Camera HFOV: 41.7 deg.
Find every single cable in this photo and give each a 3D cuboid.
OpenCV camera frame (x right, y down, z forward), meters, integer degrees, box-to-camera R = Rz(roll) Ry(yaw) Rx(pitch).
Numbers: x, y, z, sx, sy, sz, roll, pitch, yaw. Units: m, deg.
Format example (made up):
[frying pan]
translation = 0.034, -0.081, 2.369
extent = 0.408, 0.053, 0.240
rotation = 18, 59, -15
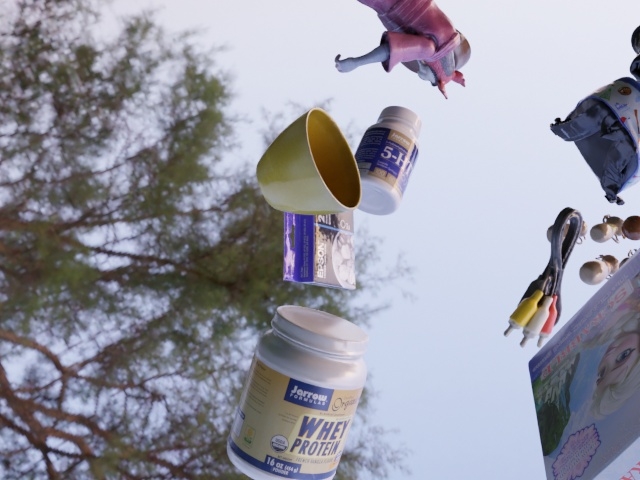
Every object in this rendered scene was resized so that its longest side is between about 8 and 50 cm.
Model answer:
[cable]
translation = 0.466, 0.081, 1.655
extent = 0.287, 0.139, 0.072
rotation = -63, -146, 12

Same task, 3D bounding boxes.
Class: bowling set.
[bowling set]
translation = 0.656, 0.025, 1.819
extent = 0.154, 0.287, 0.200
rotation = -15, 158, -48

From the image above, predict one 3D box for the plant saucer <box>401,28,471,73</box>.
[plant saucer]
translation = 0.264, -0.456, 2.039
extent = 0.199, 0.198, 0.036
rotation = 1, -119, 31

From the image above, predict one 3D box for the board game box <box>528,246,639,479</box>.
[board game box]
translation = 0.356, 0.111, 0.883
extent = 0.318, 0.066, 0.318
rotation = -52, -175, 20

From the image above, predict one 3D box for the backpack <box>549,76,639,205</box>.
[backpack]
translation = 0.720, -0.258, 2.000
extent = 0.213, 0.276, 0.263
rotation = -36, 170, -2

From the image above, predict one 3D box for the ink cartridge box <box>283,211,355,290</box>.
[ink cartridge box]
translation = 0.000, 0.000, 1.883
extent = 0.045, 0.206, 0.208
rotation = -10, 165, 40

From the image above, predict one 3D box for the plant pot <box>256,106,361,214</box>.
[plant pot]
translation = -0.022, -0.085, 1.043
extent = 0.095, 0.134, 0.134
rotation = -20, -154, 25

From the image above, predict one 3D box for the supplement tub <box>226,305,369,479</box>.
[supplement tub]
translation = -0.040, 0.309, 1.672
extent = 0.228, 0.316, 0.228
rotation = 16, -172, -2

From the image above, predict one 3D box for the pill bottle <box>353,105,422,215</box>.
[pill bottle]
translation = 0.119, -0.149, 1.530
extent = 0.112, 0.112, 0.186
rotation = 3, -123, 34

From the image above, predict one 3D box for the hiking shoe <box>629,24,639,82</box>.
[hiking shoe]
translation = 0.522, -0.284, 1.285
extent = 0.114, 0.086, 0.227
rotation = 5, -146, -16

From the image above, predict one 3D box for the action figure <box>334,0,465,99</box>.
[action figure]
translation = 0.147, -0.412, 1.433
extent = 0.276, 0.370, 0.248
rotation = -33, -163, 36
